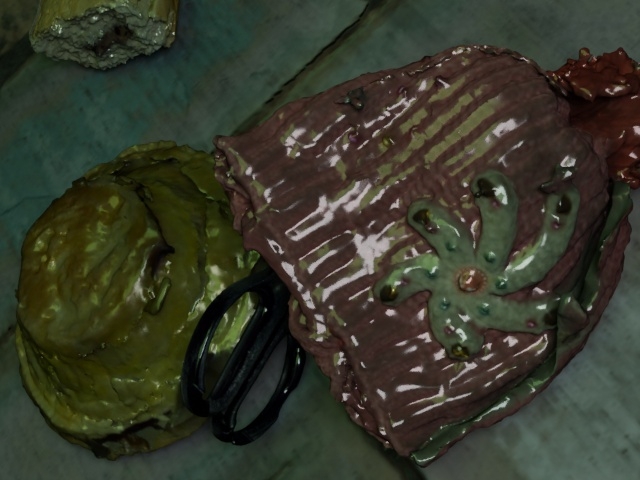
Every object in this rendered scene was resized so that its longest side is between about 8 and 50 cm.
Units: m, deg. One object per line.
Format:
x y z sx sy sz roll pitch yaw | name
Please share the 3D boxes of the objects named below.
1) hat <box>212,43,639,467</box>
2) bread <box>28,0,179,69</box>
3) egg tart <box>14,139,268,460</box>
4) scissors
0.101 -0.025 0.679 0.286 0.107 0.236 -31 91 -7 | hat
-0.175 -0.201 0.942 0.125 0.082 0.106 -11 52 33 | bread
-0.143 0.033 0.804 0.241 0.106 0.241 -11 66 25 | egg tart
0.000 0.000 0.765 0.022 0.109 0.300 15 63 36 | scissors
